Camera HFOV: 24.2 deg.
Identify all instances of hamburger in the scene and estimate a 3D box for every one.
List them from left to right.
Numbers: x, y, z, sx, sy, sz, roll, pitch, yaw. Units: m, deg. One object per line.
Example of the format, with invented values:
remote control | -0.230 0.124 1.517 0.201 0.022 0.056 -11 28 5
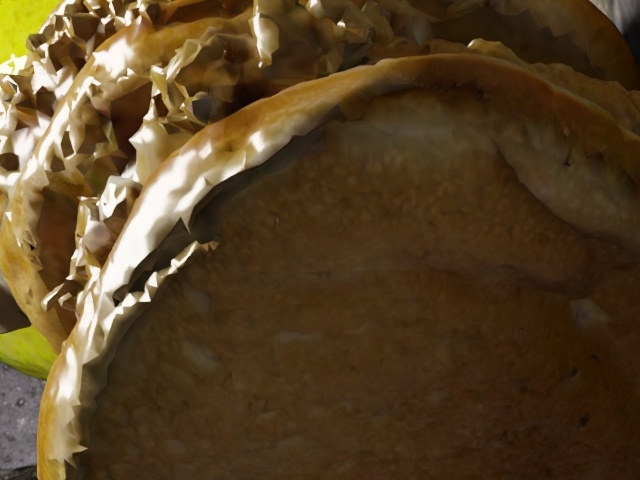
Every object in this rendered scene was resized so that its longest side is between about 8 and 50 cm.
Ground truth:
hamburger | -0.001 0.000 0.510 0.211 0.260 0.245 -102 -5 -49

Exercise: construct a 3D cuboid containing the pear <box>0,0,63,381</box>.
pear | -0.109 -0.060 1.064 0.391 0.391 0.391 167 90 -86
